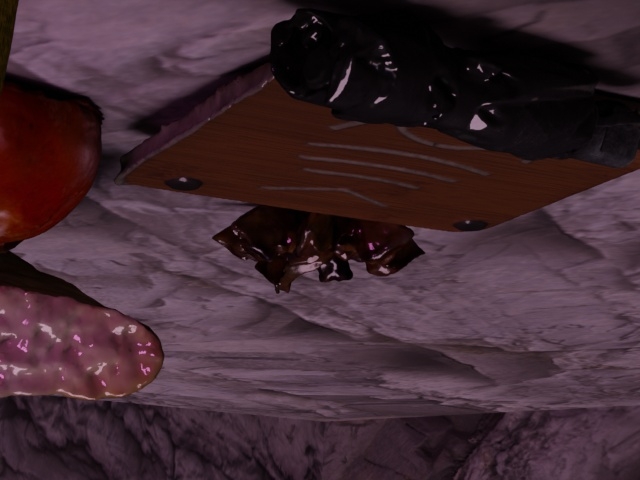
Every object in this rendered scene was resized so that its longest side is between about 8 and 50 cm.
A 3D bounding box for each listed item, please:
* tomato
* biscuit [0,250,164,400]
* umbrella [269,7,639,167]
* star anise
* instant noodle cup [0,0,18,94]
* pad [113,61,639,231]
[{"bbox_3d":[-0.247,-0.038,1.093,0.228,0.101,0.228,1,168,0],"label":"tomato"},{"bbox_3d":[-0.383,0.033,1.293,0.429,0.104,0.446,8,-177,-26],"label":"biscuit"},{"bbox_3d":[0.079,-0.075,0.907,0.235,0.059,0.066,9,-168,-41],"label":"umbrella"},{"bbox_3d":[0.000,0.000,1.374,0.167,0.057,0.168,-2,162,-1],"label":"star anise"},{"bbox_3d":[-0.213,-0.073,0.576,0.264,0.200,0.264,4,172,1],"label":"instant noodle cup"},{"bbox_3d":[0.052,-0.054,1.094,0.286,0.018,0.284,7,164,-27],"label":"pad"}]
